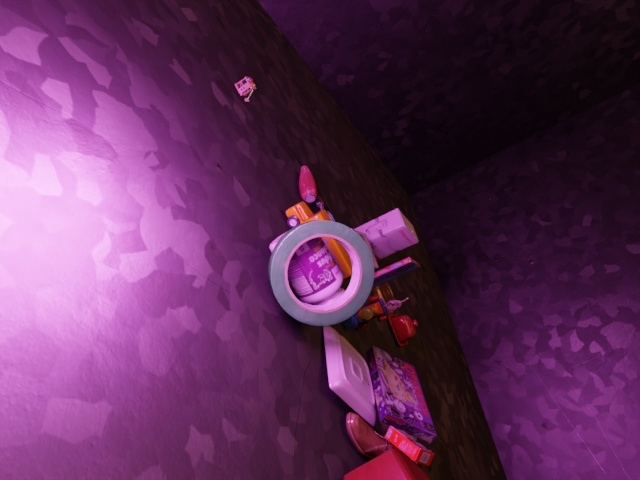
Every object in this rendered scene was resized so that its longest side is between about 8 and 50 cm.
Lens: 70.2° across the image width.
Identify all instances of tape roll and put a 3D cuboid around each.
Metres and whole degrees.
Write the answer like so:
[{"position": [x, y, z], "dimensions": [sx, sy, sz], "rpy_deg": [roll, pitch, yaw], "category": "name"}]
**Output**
[{"position": [0.002, 0.098, 1.400], "dimensions": [0.321, 0.321, 0.077], "rpy_deg": [60, -10, -10], "category": "tape roll"}]

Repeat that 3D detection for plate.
[{"position": [0.109, 0.452, 1.561], "dimensions": [0.278, 0.045, 0.277], "rpy_deg": [50, 17, -30], "category": "plate"}]

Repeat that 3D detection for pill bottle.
[{"position": [-0.027, 0.102, 1.519], "dimensions": [0.301, 0.169, 0.169], "rpy_deg": [59, 22, -10], "category": "pill bottle"}]

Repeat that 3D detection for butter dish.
[{"position": [0.424, 0.427, 2.256], "dimensions": [0.160, 0.118, 0.160], "rpy_deg": [15, 52, -64], "category": "butter dish"}]

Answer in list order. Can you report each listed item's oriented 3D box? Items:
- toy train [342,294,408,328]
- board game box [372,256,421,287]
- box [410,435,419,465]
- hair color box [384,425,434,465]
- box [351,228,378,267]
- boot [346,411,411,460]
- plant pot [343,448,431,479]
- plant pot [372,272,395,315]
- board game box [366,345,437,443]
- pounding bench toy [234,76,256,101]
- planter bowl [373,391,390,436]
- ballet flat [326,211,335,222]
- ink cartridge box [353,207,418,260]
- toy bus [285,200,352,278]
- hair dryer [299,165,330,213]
[{"position": [0.209, 0.271, 1.770], "dimensions": [0.143, 0.248, 0.105], "rpy_deg": [-3, 69, -62], "category": "toy train"}, {"position": [0.303, 0.154, 2.062], "dimensions": [0.145, 0.281, 0.027], "rpy_deg": [24, 44, -59], "category": "board game box"}, {"position": [0.317, 0.763, 1.708], "dimensions": [0.100, 0.060, 0.244], "rpy_deg": [54, 23, -24], "category": "box"}, {"position": [0.271, 0.628, 1.396], "dimensions": [0.072, 0.043, 0.141], "rpy_deg": [32, -10, -31], "category": "hair color box"}, {"position": [0.153, 0.059, 2.050], "dimensions": [0.181, 0.119, 0.181], "rpy_deg": [15, 53, -63], "category": "box"}, {"position": [0.191, 0.653, 1.474], "dimensions": [0.305, 0.115, 0.112], "rpy_deg": [53, 26, -22], "category": "boot"}, {"position": [0.204, 0.742, 1.242], "dimensions": [0.267, 0.267, 0.235], "rpy_deg": [47, 13, -36], "category": "plant pot"}, {"position": [0.325, 0.271, 2.326], "dimensions": [0.236, 0.032, 0.236], "rpy_deg": [49, 26, -35], "category": "plant pot"}, {"position": [0.281, 0.539, 1.633], "dimensions": [0.208, 0.056, 0.346], "rpy_deg": [33, 20, -17], "category": "board game box"}, {"position": [-0.296, -0.619, 1.864], "dimensions": [0.083, 0.065, 0.052], "rpy_deg": [62, 21, -6], "category": "pounding bench toy"}, {"position": [0.263, 0.624, 1.676], "dimensions": [0.162, 0.109, 0.162], "rpy_deg": [49, 26, -35], "category": "planter bowl"}, {"position": [0.034, -0.033, 1.879], "dimensions": [0.248, 0.086, 0.086], "rpy_deg": [61, 13, -61], "category": "ballet flat"}, {"position": [0.320, -0.018, 2.295], "dimensions": [0.207, 0.283, 0.117], "rpy_deg": [38, 33, -49], "category": "ink cartridge box"}, {"position": [0.000, 0.000, 1.751], "dimensions": [0.332, 0.130, 0.108], "rpy_deg": [61, 21, -6], "category": "toy bus"}, {"position": [-0.032, -0.190, 2.011], "dimensions": [0.223, 0.080, 0.293], "rpy_deg": [-32, 102, -82], "category": "hair dryer"}]
